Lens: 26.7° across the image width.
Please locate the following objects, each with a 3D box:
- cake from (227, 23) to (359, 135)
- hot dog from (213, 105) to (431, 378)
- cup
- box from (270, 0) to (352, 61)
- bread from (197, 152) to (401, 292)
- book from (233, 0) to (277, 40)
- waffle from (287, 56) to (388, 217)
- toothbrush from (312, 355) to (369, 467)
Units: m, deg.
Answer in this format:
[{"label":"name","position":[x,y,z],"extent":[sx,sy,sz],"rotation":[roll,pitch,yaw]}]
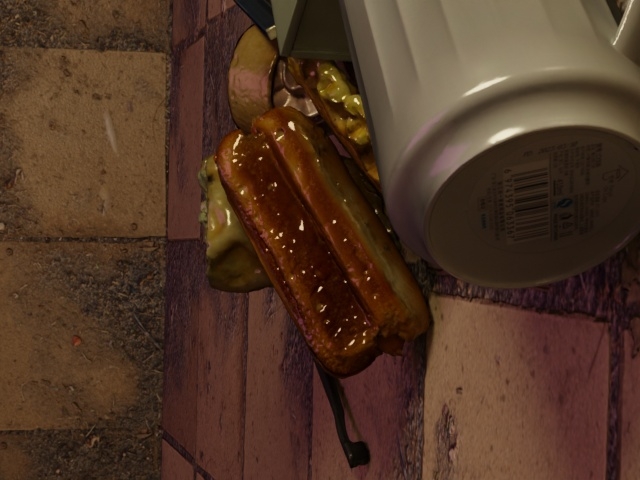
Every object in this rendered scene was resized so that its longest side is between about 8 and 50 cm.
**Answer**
[{"label":"cake","position":[-0.016,-0.225,1.934],"extent":[0.207,0.178,0.185],"rotation":[-40,-50,-57]},{"label":"hot dog","position":[0.000,0.000,1.657],"extent":[0.349,0.158,0.117],"rotation":[59,-171,8]},{"label":"cup","position":[0.178,-0.166,1.139],"extent":[0.323,0.236,0.327],"rotation":[-40,42,29]},{"label":"box","position":[0.080,-0.308,1.441],"extent":[0.225,0.225,0.117],"rotation":[112,155,-50]},{"label":"bread","position":[-0.039,-0.027,1.827],"extent":[0.238,0.252,0.196],"rotation":[-145,53,-77]},{"label":"book","position":[-0.024,-0.374,1.934],"extent":[0.025,0.191,0.269],"rotation":[58,179,-26]},{"label":"waffle","position":[0.053,-0.118,1.606],"extent":[0.307,0.060,0.312],"rotation":[56,-178,5]},{"label":"toothbrush","position":[0.023,0.234,1.969],"extent":[0.297,0.030,0.030],"rotation":[-113,20,-59]}]
